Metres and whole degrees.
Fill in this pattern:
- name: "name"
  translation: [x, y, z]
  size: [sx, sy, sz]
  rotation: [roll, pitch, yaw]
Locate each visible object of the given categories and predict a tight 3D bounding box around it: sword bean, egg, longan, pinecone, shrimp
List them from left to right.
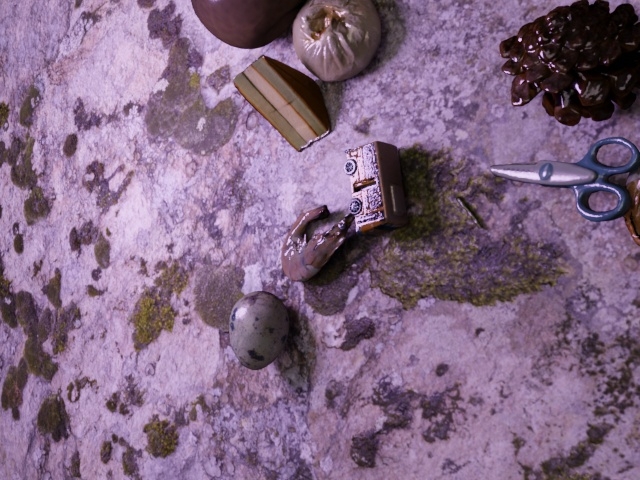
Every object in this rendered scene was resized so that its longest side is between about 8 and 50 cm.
- name: "longan"
  translation: [-0.157, -0.593, 1.491]
  size: [0.350, 0.288, 0.289]
  rotation: [-49, 60, 43]
- name: "egg"
  translation: [-0.142, 0.206, 1.529]
  size: [0.141, 0.141, 0.182]
  rotation: [6, 90, 38]
- name: "shrimp"
  translation: [-0.007, -0.012, 1.487]
  size: [0.254, 0.059, 0.145]
  rotation: [-50, 47, 32]
- name: "sword bean"
  translation: [0.287, -0.055, 1.288]
  size: [0.012, 0.012, 0.083]
  rotation: [-47, 60, 27]
- name: "pinecone"
  translation: [0.418, -0.283, 1.077]
  size: [0.228, 0.201, 0.203]
  rotation: [-7, 80, 34]

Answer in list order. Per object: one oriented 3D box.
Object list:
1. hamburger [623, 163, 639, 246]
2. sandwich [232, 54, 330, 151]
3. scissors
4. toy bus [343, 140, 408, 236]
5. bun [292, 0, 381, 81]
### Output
- name: "hamburger"
  translation: [0.573, -0.057, 1.008]
  size: [0.230, 0.106, 0.231]
  rotation: [0, 90, 42]
- name: "sandwich"
  translation: [-0.087, -0.302, 1.484]
  size: [0.117, 0.187, 0.144]
  rotation: [-29, 65, 34]
- name: "scissors"
  translation: [0.402, -0.111, 1.135]
  size: [0.289, 0.041, 0.138]
  rotation: [16, 96, 56]
- name: "toy bus"
  translation: [0.118, -0.104, 1.372]
  size: [0.103, 0.091, 0.182]
  rotation: [-14, 78, 37]
- name: "bun"
  translation: [0.022, -0.451, 1.436]
  size: [0.222, 0.127, 0.223]
  rotation: [-4, 84, 40]
